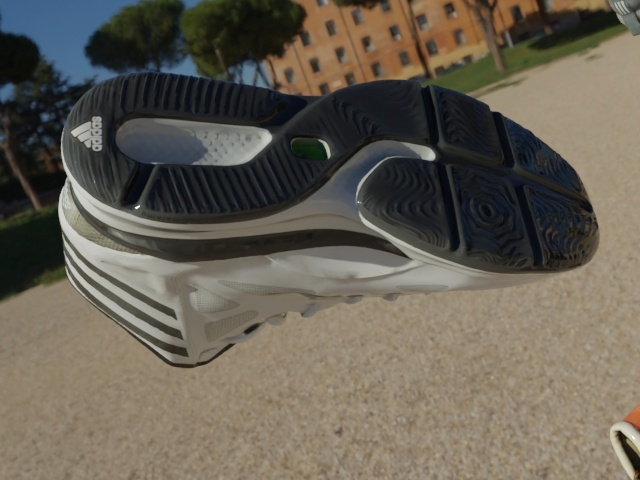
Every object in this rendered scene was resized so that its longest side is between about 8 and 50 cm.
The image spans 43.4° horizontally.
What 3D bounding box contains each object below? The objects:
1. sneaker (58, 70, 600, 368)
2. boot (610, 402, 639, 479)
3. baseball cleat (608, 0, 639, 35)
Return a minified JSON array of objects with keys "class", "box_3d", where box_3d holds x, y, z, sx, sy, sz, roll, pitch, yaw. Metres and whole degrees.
[{"class":"sneaker","box_3d":[-0.001,-0.001,0.702,0.447,0.169,0.257,6,-32,-20]},{"class":"boot","box_3d":[0.298,0.206,0.660,0.084,0.158,0.059,-19,-15,-28]},{"class":"baseball cleat","box_3d":[0.280,-0.254,0.660,0.072,0.109,0.206,9,59,51]}]
